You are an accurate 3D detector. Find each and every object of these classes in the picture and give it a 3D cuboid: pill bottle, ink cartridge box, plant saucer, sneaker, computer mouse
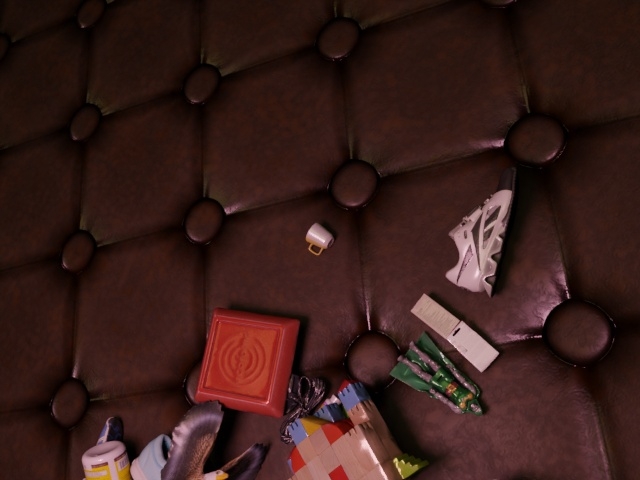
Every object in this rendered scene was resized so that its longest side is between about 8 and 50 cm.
[{"bbox_3d":[-0.572,0.671,1.681,0.117,0.117,0.215,-8,96,21],"label":"pill bottle"},{"bbox_3d":[0.365,0.255,1.476,0.115,0.029,0.063,43,92,20],"label":"ink cartridge box"},{"bbox_3d":[-0.202,0.314,1.616,0.258,0.048,0.259,6,75,19],"label":"plant saucer"},{"bbox_3d":[0.396,-0.038,1.512,0.146,0.122,0.331,15,80,25],"label":"sneaker"},{"bbox_3d":[-0.634,0.616,1.774,0.081,0.080,0.211,5,76,23],"label":"sneaker"},{"bbox_3d":[-0.356,0.655,1.611,0.365,0.135,0.150,35,93,27],"label":"sneaker"},{"bbox_3d":[-0.128,0.396,1.633,0.272,0.072,0.189,28,84,22],"label":"computer mouse"},{"bbox_3d":[0.020,0.435,1.569,0.043,0.043,0.083,37,90,28],"label":"pill bottle"}]

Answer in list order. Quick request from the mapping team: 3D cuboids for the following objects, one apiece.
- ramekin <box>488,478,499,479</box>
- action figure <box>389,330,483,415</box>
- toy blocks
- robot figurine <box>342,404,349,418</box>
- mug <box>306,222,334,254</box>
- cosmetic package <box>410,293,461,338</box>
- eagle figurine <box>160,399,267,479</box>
[{"bbox_3d":[0.408,0.587,1.268,0.207,0.207,0.109,28,77,28],"label":"ramekin"},{"bbox_3d":[0.295,0.338,1.474,0.232,0.063,0.137,37,87,25],"label":"action figure"},{"bbox_3d":[0.032,0.508,1.445,0.381,0.190,0.261,-47,60,28],"label":"toy blocks"},{"bbox_3d":[0.091,0.422,1.528,0.101,0.067,0.115,-38,59,44],"label":"robot figurine"},{"bbox_3d":[0.002,-0.003,1.716,0.064,0.078,0.062,32,55,20],"label":"mug"},{"bbox_3d":[0.290,0.191,1.531,0.115,0.041,0.060,40,93,28],"label":"cosmetic package"},{"bbox_3d":[-0.288,0.580,1.511,0.225,0.298,0.227,3,117,18],"label":"eagle figurine"}]
